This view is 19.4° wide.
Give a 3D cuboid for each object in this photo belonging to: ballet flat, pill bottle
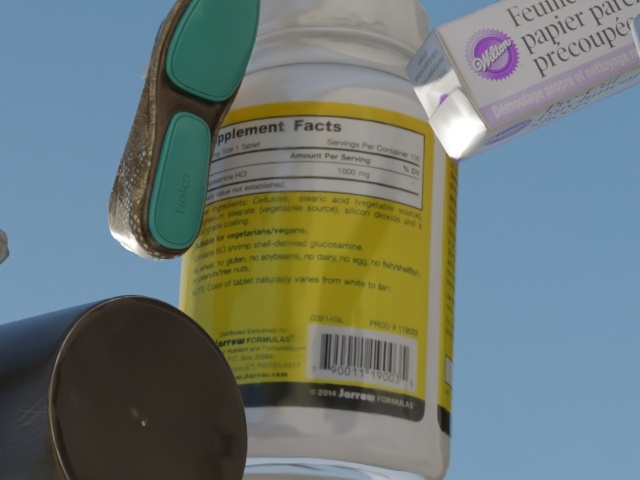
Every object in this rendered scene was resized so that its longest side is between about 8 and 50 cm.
[{"bbox_3d":[-0.095,-0.087,1.205,0.073,0.067,0.206,29,-110,-37],"label":"ballet flat"},{"bbox_3d":[0.000,0.000,1.278,0.188,0.188,0.334,24,-118,-48],"label":"pill bottle"}]

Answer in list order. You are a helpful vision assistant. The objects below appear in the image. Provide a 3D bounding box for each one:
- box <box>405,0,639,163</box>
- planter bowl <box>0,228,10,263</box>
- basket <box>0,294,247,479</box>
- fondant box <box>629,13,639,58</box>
[{"bbox_3d":[0.203,-0.136,1.030,0.324,0.063,0.067,-24,-10,-19],"label":"box"},{"bbox_3d":[-0.155,-0.008,0.514,0.109,0.162,0.162,-34,-43,-7],"label":"planter bowl"},{"bbox_3d":[-0.159,0.115,0.986,0.154,0.227,0.204,56,-137,-16],"label":"basket"},{"bbox_3d":[0.292,-0.090,0.715,0.330,0.238,0.096,-37,-61,23],"label":"fondant box"}]
